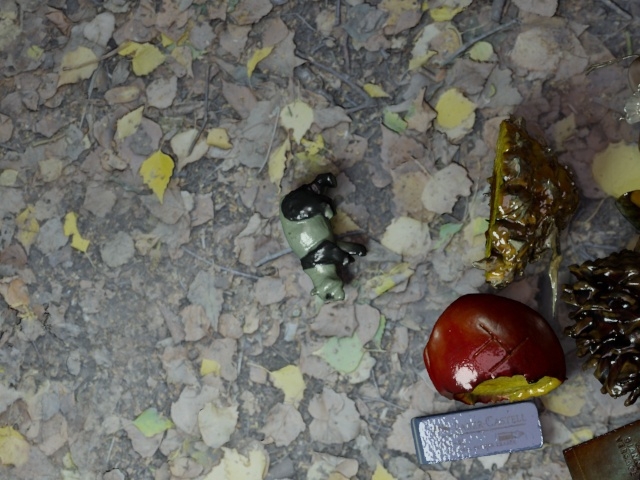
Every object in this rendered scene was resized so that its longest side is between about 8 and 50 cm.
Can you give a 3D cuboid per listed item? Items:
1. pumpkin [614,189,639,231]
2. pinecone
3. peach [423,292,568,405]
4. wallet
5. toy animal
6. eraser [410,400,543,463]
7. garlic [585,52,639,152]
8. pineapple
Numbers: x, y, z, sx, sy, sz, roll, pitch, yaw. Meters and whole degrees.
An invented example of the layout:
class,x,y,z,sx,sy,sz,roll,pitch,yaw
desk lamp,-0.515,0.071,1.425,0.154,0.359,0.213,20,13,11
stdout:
class,x,y,z,sx,sy,sz,roll,pitch,yaw
pumpkin,0.591,-0.007,1.708,0.278,0.111,0.163,-8,79,-18
pinecone,0.492,0.125,1.668,0.243,0.243,0.257,-7,62,17
peach,0.287,0.195,1.764,0.226,0.196,0.190,33,126,18
wallet,0.527,0.347,1.728,0.255,0.031,0.137,-25,49,12
toy animal,0.000,0.000,1.921,0.121,0.094,0.225,-24,87,24
eraser,0.263,0.327,1.835,0.225,0.036,0.082,-11,83,16
garlic,0.526,-0.243,1.729,0.256,0.207,0.207,24,92,25
pineapple,0.350,-0.066,1.753,0.158,0.161,0.334,16,65,3
